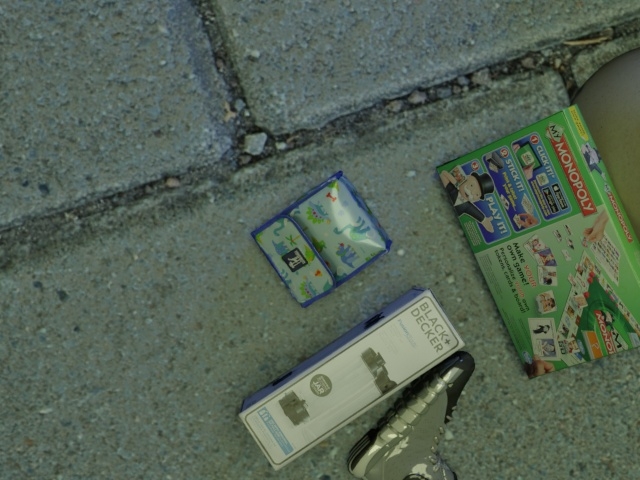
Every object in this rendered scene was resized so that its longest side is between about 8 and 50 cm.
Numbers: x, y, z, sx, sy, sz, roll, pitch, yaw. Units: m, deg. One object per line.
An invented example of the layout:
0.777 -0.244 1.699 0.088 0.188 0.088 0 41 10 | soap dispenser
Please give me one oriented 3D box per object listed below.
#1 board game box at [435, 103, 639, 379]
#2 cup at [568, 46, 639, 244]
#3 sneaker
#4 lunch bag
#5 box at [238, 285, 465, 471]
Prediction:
0.305 0.008 1.576 0.213 0.046 0.317 -23 90 40 | board game box
0.498 -0.113 1.555 0.331 0.237 0.331 0 89 -3 | cup
0.154 0.263 1.619 0.132 0.086 0.228 43 98 -6 | sneaker
0.000 0.000 1.610 0.151 0.096 0.129 -34 93 12 | lunch bag
0.038 0.174 1.566 0.290 0.169 0.087 -34 90 -3 | box
